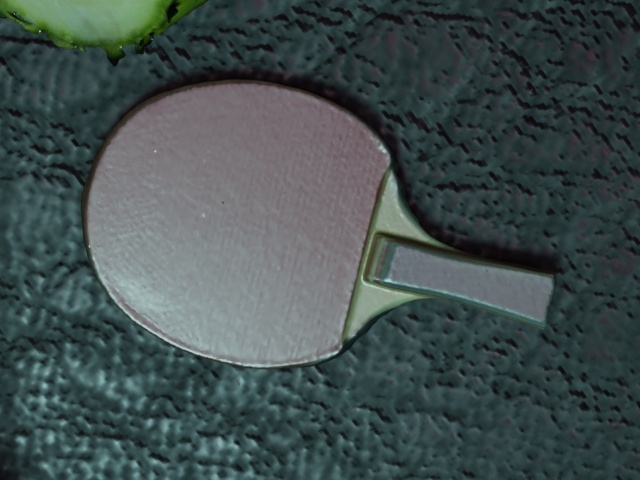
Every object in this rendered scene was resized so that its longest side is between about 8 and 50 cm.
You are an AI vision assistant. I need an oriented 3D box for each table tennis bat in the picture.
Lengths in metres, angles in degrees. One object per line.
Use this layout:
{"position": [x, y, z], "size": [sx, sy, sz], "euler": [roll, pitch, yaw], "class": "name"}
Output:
{"position": [0.000, 0.000, 0.910], "size": [0.220, 0.019, 0.130], "euler": [14, 95, -3], "class": "table tennis bat"}

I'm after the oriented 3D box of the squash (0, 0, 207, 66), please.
{"position": [-0.049, -0.224, 0.881], "size": [0.189, 0.189, 0.260], "euler": [47, 56, -7], "class": "squash"}
